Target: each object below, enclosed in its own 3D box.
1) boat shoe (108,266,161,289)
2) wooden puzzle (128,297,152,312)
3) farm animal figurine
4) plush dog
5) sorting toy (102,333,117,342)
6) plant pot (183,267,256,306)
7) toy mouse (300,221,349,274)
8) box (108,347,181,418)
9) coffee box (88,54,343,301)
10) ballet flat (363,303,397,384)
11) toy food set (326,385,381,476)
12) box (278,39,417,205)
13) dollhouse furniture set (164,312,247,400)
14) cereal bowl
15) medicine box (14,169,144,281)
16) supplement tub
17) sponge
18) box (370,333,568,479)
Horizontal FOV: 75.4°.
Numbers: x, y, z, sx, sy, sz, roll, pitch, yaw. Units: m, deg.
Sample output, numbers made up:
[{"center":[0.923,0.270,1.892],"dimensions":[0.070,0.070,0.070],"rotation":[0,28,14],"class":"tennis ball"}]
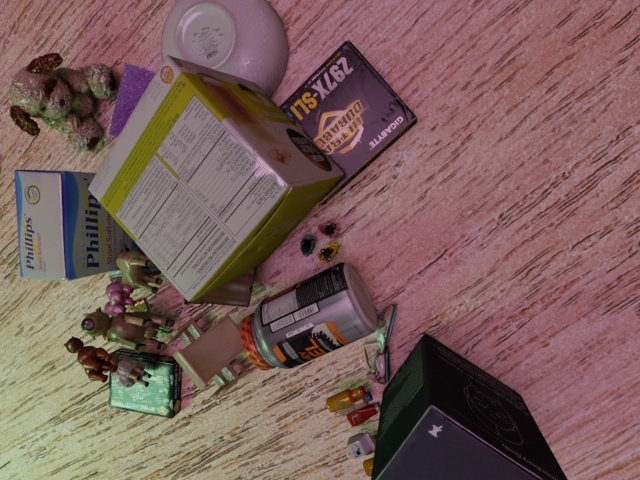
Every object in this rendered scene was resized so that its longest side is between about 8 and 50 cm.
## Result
[{"center":[-0.542,0.108,1.225],"dimensions":[0.183,0.066,0.066],"rotation":[-6,100,23],"class":"boat shoe"},{"center":[-0.551,0.205,1.262],"dimensions":[0.083,0.006,0.049],"rotation":[-19,92,14],"class":"wooden puzzle"},{"center":[-0.535,0.208,1.118],"dimensions":[0.172,0.326,0.330],"rotation":[14,66,17],"class":"farm animal figurine"},{"center":[-0.722,-0.394,1.121],"dimensions":[0.211,0.225,0.262],"rotation":[27,101,8],"class":"plush dog"},{"center":[-0.619,0.291,1.261],"dimensions":[0.102,0.061,0.042],"rotation":[3,132,46],"class":"sorting toy"},{"center":[-0.259,0.101,1.100],"dimensions":[0.165,0.167,0.166],"rotation":[11,99,-8],"class":"plant pot"},{"center":[0.000,0.000,1.093],"dimensions":[0.161,0.031,0.143],"rotation":[-45,51,-4],"class":"toy mouse"},{"center":[-0.535,0.434,1.261],"dimensions":[0.220,0.051,0.175],"rotation":[5,97,11],"class":"box"},{"center":[-0.209,-0.132,0.922],"dimensions":[0.334,0.338,0.338],"rotation":[46,113,5],"class":"coffee box"},{"center":[0.151,0.270,1.085],"dimensions":[0.079,0.077,0.221],"rotation":[7,102,16],"class":"ballet flat"},{"center":[0.121,0.488,1.092],"dimensions":[0.105,0.111,0.232],"rotation":[-30,87,14],"class":"toy food set"},{"center":[0.037,-0.287,1.045],"dimensions":[0.322,0.079,0.257],"rotation":[-40,85,14],"class":"box"},{"center":[-0.317,0.319,1.098],"dimensions":[0.212,0.161,0.242],"rotation":[50,135,3],"class":"dollhouse furniture set"},{"center":[-0.262,-0.496,1.056],"dimensions":[0.339,0.141,0.338],"rotation":[1,95,12],"class":"cereal bowl"},{"center":[-0.626,-0.048,1.105],"dimensions":[0.149,0.289,0.263],"rotation":[3,97,12],"class":"medicine box"},{"center":[-0.032,0.202,1.054],"dimensions":[0.316,0.193,0.193],"rotation":[-27,90,14],"class":"supplement tub"},{"center":[-0.525,-0.384,1.180],"dimensions":[0.117,0.031,0.210],"rotation":[20,100,9],"class":"sponge"},{"center":[0.300,0.423,0.901],"dimensions":[0.294,0.395,0.212],"rotation":[33,101,8],"class":"box"}]
